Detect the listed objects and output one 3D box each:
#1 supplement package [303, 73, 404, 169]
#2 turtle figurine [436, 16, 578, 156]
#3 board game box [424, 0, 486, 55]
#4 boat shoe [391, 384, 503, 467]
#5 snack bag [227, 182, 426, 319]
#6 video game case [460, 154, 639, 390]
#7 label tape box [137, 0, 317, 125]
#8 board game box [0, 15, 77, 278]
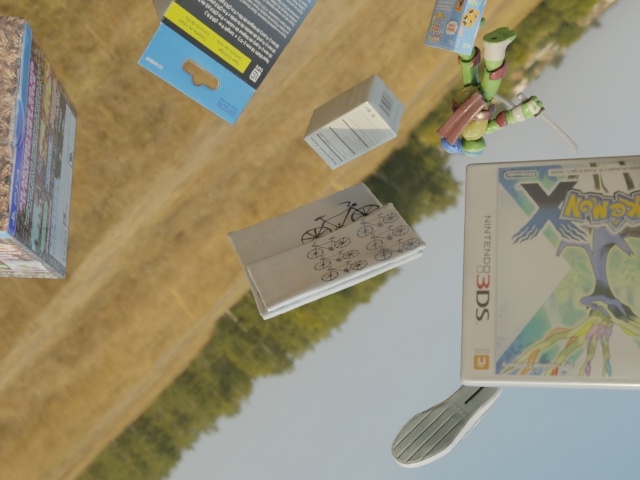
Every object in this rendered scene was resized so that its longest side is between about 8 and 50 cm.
[{"bbox_3d":[0.070,-0.247,1.968,0.179,0.105,0.105,-25,-147,36],"label":"supplement package"},{"bbox_3d":[0.359,-0.311,1.873,0.275,0.266,0.197,-7,-144,3],"label":"turtle figurine"},{"bbox_3d":[0.245,-0.432,1.612,0.160,0.039,0.211,-127,-129,-70],"label":"board game box"},{"bbox_3d":[0.221,0.311,1.579,0.226,0.083,0.076,-35,148,-5],"label":"boat shoe"},{"bbox_3d":[0.000,0.000,1.802,0.323,0.037,0.342,-22,-149,-6],"label":"snack bag"},{"bbox_3d":[0.344,0.037,1.181,0.329,0.300,0.036,-1,162,18],"label":"video game case"},{"bbox_3d":[-0.142,-0.383,1.467,0.333,0.106,0.241,-55,142,4],"label":"label tape box"},{"bbox_3d":[-0.385,-0.093,1.081,0.141,0.232,0.291,2,168,-3],"label":"board game box"}]
